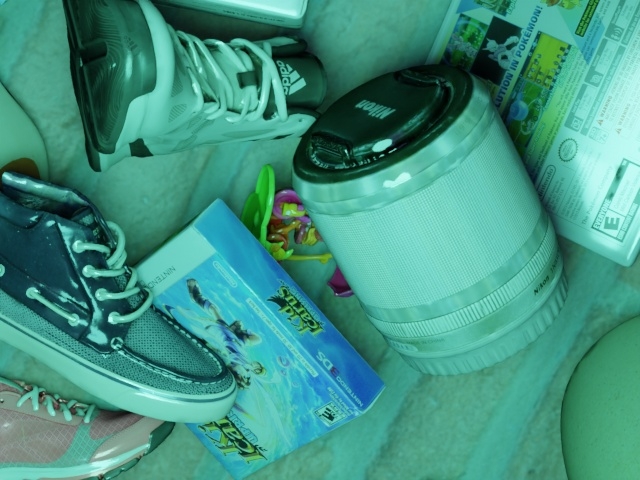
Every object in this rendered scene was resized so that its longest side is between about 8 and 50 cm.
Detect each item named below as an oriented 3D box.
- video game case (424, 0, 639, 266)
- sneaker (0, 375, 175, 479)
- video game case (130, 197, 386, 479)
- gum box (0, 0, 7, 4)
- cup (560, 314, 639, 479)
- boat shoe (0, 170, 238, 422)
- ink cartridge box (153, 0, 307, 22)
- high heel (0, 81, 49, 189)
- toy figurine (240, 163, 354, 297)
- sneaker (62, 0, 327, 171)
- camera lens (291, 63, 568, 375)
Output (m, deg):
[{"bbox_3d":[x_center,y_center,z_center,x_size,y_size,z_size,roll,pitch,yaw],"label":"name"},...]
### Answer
[{"bbox_3d":[0.268,-0.181,1.726,0.300,0.036,0.329,27,106,15],"label":"video game case"},{"bbox_3d":[-0.323,0.212,1.798,0.314,0.116,0.136,-13,96,1],"label":"sneaker"},{"bbox_3d":[-0.100,0.116,1.743,0.269,0.061,0.244,49,137,-6],"label":"video game case"},{"bbox_3d":[-0.324,-0.360,1.701,0.157,0.041,0.184,48,52,-7],"label":"gum box"},{"bbox_3d":[0.411,0.264,1.698,0.331,0.237,0.331,6,119,11],"label":"cup"},{"bbox_3d":[-0.227,0.056,1.663,0.340,0.127,0.158,24,116,4],"label":"boat shoe"},{"bbox_3d":[-0.109,-0.296,1.646,0.211,0.289,0.121,11,95,-3],"label":"ink cartridge box"},{"bbox_3d":[-0.414,-0.132,1.781,0.181,0.127,0.377,6,110,36],"label":"high heel"},{"bbox_3d":[0.000,0.000,1.774,0.159,0.130,0.173,6,125,-14],"label":"toy figurine"},{"bbox_3d":[-0.115,-0.179,1.596,0.257,0.447,0.169,-12,88,-9],"label":"sneaker"},{"bbox_3d":[0.113,-0.026,1.653,0.219,0.219,0.274,-28,117,3],"label":"camera lens"}]
